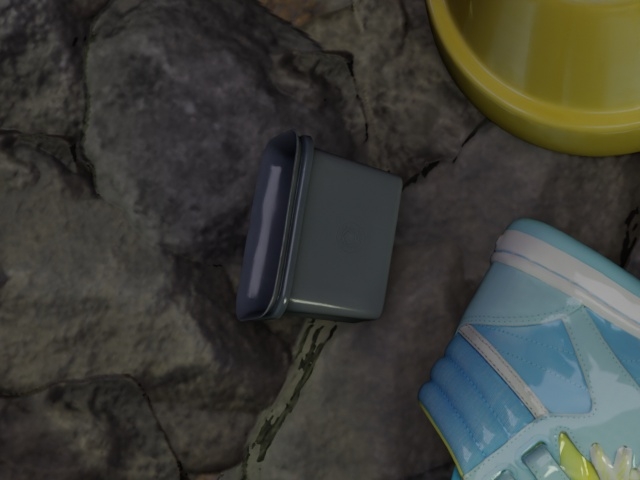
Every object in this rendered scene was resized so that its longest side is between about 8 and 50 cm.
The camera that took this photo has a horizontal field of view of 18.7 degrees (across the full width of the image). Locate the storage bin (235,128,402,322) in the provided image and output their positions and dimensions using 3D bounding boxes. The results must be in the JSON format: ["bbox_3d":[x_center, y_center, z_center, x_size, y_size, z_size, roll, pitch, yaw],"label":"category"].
[{"bbox_3d":[0.000,0.000,1.394,0.091,0.098,0.135,13,80,-18],"label":"storage bin"}]

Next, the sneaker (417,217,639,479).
[{"bbox_3d":[0.208,0.149,1.318,0.319,0.127,0.208,34,83,21],"label":"sneaker"}]

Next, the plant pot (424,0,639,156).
[{"bbox_3d":[0.191,-0.206,1.325,0.254,0.239,0.254,-1,79,6],"label":"plant pot"}]
